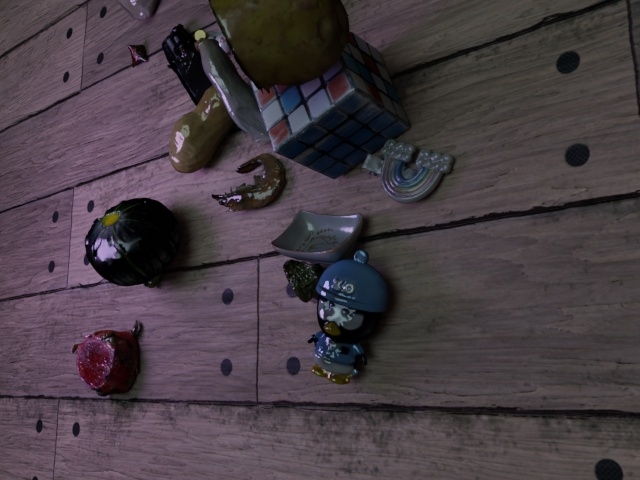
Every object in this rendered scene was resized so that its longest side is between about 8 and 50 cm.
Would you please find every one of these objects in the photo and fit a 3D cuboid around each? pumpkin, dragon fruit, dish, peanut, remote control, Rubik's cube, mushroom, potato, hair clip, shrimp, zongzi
[{"bbox_3d":[-0.557,0.022,1.960,0.295,0.295,0.296,-9,76,38],"label":"pumpkin"},{"bbox_3d":[-0.692,0.378,2.033,0.211,0.147,0.282,35,105,38],"label":"dragon fruit"},{"bbox_3d":[0.000,0.000,1.568,0.212,0.077,0.151,5,42,39],"label":"dish"},{"bbox_3d":[-0.355,-0.336,1.899,0.319,0.147,0.148,-50,55,20],"label":"peanut"},{"bbox_3d":[-0.414,-0.561,2.047,0.145,0.062,0.399,-49,55,20],"label":"remote control"},{"bbox_3d":[0.020,-0.339,1.526,0.259,0.256,0.254,-32,62,29],"label":"Rubik's cube"},{"bbox_3d":[-0.240,-0.424,1.784,0.097,0.109,0.351,-33,94,41],"label":"mushroom"},{"bbox_3d":[-0.074,-0.470,1.330,0.237,0.301,0.289,-28,97,9],"label":"potato"},{"bbox_3d":[0.197,-0.160,1.487,0.220,0.054,0.140,23,90,36],"label":"hair clip"},{"bbox_3d":[-0.204,-0.168,1.809,0.253,0.058,0.173,-2,72,35],"label":"shrimp"},{"bbox_3d":[-0.647,-0.662,2.275,0.073,0.067,0.083,11,107,28],"label":"zongzi"}]

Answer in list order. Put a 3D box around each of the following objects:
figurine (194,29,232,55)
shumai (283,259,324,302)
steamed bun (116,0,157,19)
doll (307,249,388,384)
[{"bbox_3d":[-0.295,-0.617,1.935,0.178,0.109,0.130,-4,34,32],"label":"figurine"},{"bbox_3d":[-0.034,0.087,1.600,0.087,0.099,0.124,-33,64,11],"label":"shumai"},{"bbox_3d":[-0.674,-0.926,2.277,0.211,0.144,0.218,42,107,37],"label":"steamed bun"},{"bbox_3d":[0.060,0.173,1.468,0.177,0.141,0.314,17,97,27],"label":"doll"}]
